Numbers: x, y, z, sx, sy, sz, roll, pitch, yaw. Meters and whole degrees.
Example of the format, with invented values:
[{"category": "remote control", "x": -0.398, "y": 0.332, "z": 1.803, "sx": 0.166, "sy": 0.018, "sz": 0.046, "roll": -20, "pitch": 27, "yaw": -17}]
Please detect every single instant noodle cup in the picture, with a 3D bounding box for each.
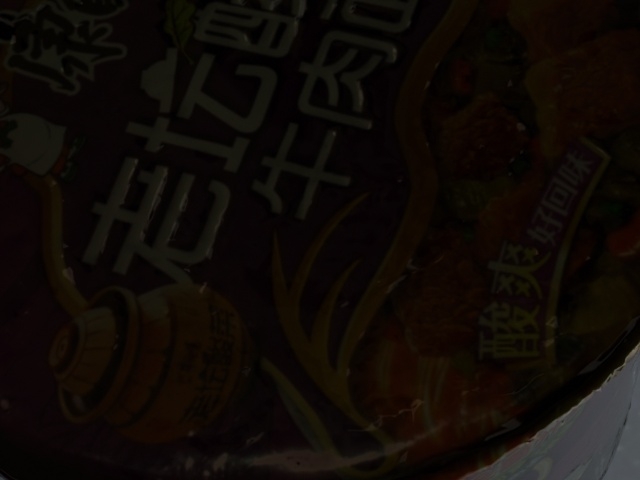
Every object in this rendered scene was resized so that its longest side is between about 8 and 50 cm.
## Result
[{"category": "instant noodle cup", "x": 0.000, "y": 0.000, "z": 0.566, "sx": 0.190, "sy": 0.251, "sz": 0.251, "roll": 70, "pitch": -144, "yaw": -61}]
